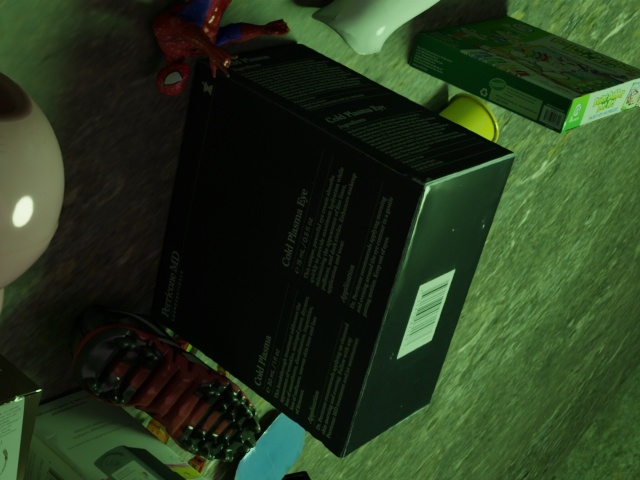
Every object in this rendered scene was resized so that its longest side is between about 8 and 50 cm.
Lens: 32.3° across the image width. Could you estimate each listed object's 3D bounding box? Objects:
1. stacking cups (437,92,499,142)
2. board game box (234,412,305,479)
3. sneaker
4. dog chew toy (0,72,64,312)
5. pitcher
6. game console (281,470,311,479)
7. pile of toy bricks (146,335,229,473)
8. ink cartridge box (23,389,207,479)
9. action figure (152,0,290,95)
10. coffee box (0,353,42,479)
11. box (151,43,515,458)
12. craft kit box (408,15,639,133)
[{"bbox_3d":[0.124,-0.089,1.560,0.316,0.096,0.096,-41,146,-29],"label":"stacking cups"},{"bbox_3d":[-0.089,0.332,1.701,0.168,0.033,0.133,-48,145,-27],"label":"board game box"},{"bbox_3d":[-0.178,0.157,1.257,0.097,0.135,0.276,-50,127,1],"label":"sneaker"},{"bbox_3d":[-0.336,0.018,0.873,0.206,0.206,0.332,-7,132,-54],"label":"dog chew toy"},{"bbox_3d":[0.096,-0.313,1.305,0.207,0.125,0.178,-51,173,9],"label":"pitcher"},{"bbox_3d":[-0.139,0.481,1.754,0.361,0.044,0.213,8,109,-59],"label":"game console"},{"bbox_3d":[-0.168,0.211,1.362,0.212,0.118,0.105,-64,170,8],"label":"pile of toy bricks"},{"bbox_3d":[-0.220,0.342,1.227,0.131,0.306,0.226,-17,131,-50],"label":"ink cartridge box"},{"bbox_3d":[-0.069,-0.254,1.079,0.091,0.139,0.280,16,106,-59],"label":"action figure"},{"bbox_3d":[-0.365,0.220,1.061,0.098,0.141,0.246,-16,131,-51],"label":"coffee box"},{"bbox_3d":[0.000,0.000,1.236,0.179,0.312,0.343,-21,135,-48],"label":"box"},{"bbox_3d":[0.293,-0.235,1.526,0.247,0.250,0.061,-18,131,-50],"label":"craft kit box"}]
